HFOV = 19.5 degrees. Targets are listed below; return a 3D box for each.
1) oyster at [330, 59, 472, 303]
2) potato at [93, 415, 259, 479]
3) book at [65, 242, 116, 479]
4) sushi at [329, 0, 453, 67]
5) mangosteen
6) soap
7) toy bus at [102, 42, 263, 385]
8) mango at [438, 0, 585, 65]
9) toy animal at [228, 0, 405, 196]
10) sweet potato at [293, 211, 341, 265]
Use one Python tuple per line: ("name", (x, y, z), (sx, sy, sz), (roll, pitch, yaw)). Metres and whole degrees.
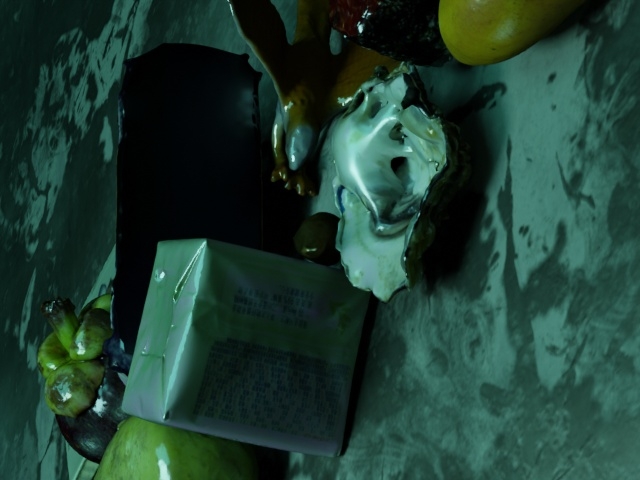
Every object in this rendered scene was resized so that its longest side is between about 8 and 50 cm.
("oyster", (0.072, -0.055, 1.733), (0.214, 0.083, 0.222), (-161, 81, -69))
("potato", (-0.154, 0.261, 1.949), (0.197, 0.149, 0.228), (48, 129, 36))
("book", (-0.254, 0.107, 2.379), (0.371, 0.043, 0.260), (-59, 28, 31))
("sushi", (0.098, -0.278, 1.741), (0.136, 0.126, 0.225), (21, 95, 66))
("mangosteen", (-0.240, 0.148, 2.113), (0.192, 0.217, 0.192), (-44, 18, 18))
("soap", (-0.070, 0.103, 1.803), (0.138, 0.199, 0.182), (-1, 76, 62))
("toy bus", (-0.146, -0.015, 2.019), (0.162, 0.171, 0.386), (106, 165, -66))
("mango", (0.176, -0.243, 1.563), (0.252, 0.126, 0.154), (-53, 21, 42))
("toy animal", (-0.022, -0.208, 1.972), (0.284, 0.225, 0.302), (-90, 10, -71))
("sweet potato", (0.000, 0.000, 1.829), (0.195, 0.056, 0.056), (-22, -51, -83))
